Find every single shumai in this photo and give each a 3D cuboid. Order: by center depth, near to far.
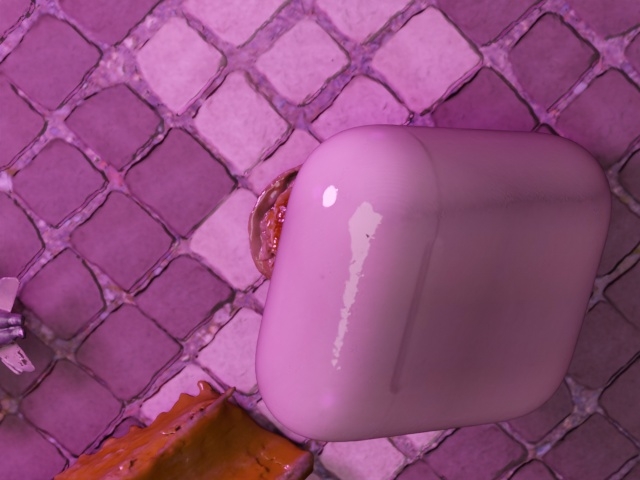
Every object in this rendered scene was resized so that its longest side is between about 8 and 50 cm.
[{"bbox_3d":[-0.004,0.001,1.511,0.145,0.116,0.146,0,108,-1],"label":"shumai"}]

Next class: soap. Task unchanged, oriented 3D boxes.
[{"bbox_3d":[-0.213,0.294,1.642,0.338,0.304,0.169,-38,101,-31],"label":"soap"}]

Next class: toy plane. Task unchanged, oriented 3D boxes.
[{"bbox_3d":[-0.410,0.091,1.546,0.262,0.088,0.192,-6,109,1],"label":"toy plane"}]

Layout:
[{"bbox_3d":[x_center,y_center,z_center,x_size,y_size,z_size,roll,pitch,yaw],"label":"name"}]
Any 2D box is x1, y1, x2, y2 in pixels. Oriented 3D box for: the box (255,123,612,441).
[{"bbox_3d":[0.107,0.038,1.451,0.349,0.141,0.289,-1,113,-39],"label":"box"}]
